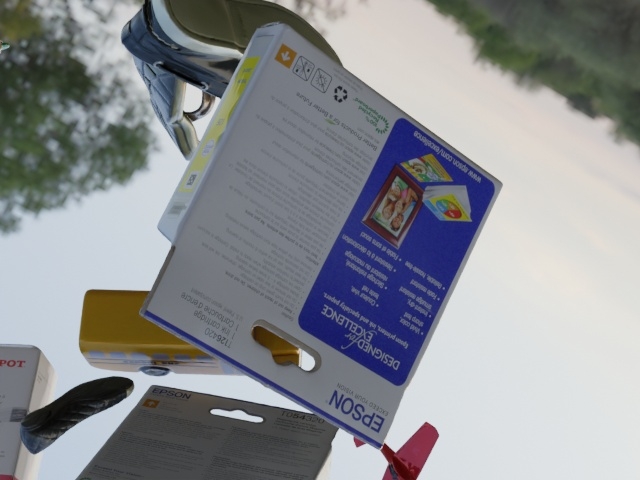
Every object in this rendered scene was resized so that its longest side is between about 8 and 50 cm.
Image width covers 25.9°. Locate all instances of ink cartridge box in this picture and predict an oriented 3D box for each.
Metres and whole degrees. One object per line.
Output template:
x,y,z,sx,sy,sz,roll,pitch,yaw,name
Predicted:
0.000,0.000,1.350,0.303,0.307,0.072,33,167,-29,ink cartridge box
-0.161,0.342,2.039,0.324,0.071,0.330,9,-156,14,ink cartridge box
-0.546,0.313,2.196,0.207,0.283,0.117,2,149,9,ink cartridge box

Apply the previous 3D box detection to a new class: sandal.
-0.189,-0.207,1.906,0.120,0.086,0.303,61,173,15,sandal

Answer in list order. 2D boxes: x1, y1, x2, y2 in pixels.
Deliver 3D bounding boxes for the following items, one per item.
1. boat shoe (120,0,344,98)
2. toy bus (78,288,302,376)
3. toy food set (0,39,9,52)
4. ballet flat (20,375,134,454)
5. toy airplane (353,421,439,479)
-0.103,-0.219,1.695,0.340,0.113,0.127,8,-119,-51,boat shoe
-0.196,0.144,2.162,0.332,0.108,0.130,1,156,5,toy bus
-0.328,-0.165,1.284,0.020,0.083,0.082,63,-179,-2,toy food set
-0.331,0.232,1.894,0.173,0.049,0.057,-25,-148,-27,ballet flat
0.085,0.257,1.668,0.028,0.151,0.151,6,-155,-36,toy airplane
